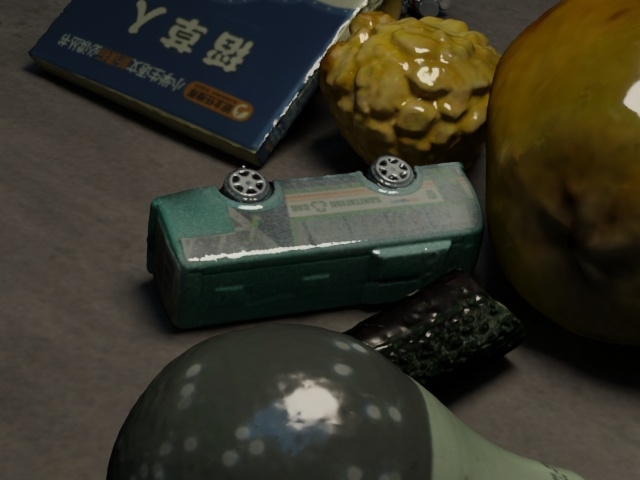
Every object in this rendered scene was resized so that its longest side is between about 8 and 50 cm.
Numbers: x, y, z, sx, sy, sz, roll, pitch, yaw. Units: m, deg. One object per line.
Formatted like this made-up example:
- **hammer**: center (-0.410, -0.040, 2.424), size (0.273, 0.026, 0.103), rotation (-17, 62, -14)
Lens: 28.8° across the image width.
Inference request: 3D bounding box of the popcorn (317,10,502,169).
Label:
- **popcorn**: center (0.086, -0.135, 1.121), size (0.180, 0.180, 0.170), rotation (-21, 2, -36)

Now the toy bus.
- **toy bus**: center (0.000, 0.000, 0.959), size (0.261, 0.091, 0.109), rotation (-8, 45, -18)

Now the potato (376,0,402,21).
- **potato**: center (-0.034, -0.285, 1.347), size (0.173, 0.140, 0.300), rotation (-48, 47, 0)

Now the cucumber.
- **cucumber**: center (0.042, 0.086, 0.840), size (0.241, 0.074, 0.074), rotation (-25, 43, -36)

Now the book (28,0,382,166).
- **book**: center (-0.058, -0.289, 1.248), size (0.300, 0.039, 0.428), rotation (24, 69, 28)

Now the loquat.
- **loquat**: center (0.249, -0.064, 0.945), size (0.276, 0.276, 0.284), rotation (19, 37, 20)

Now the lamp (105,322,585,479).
- **lamp**: center (0.045, 0.134, 0.655), size (0.313, 0.182, 0.182), rotation (0, 32, -9)

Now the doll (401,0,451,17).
- **doll**: center (0.082, -0.323, 1.501), size (0.094, 0.079, 0.180), rotation (-36, 61, -16)
